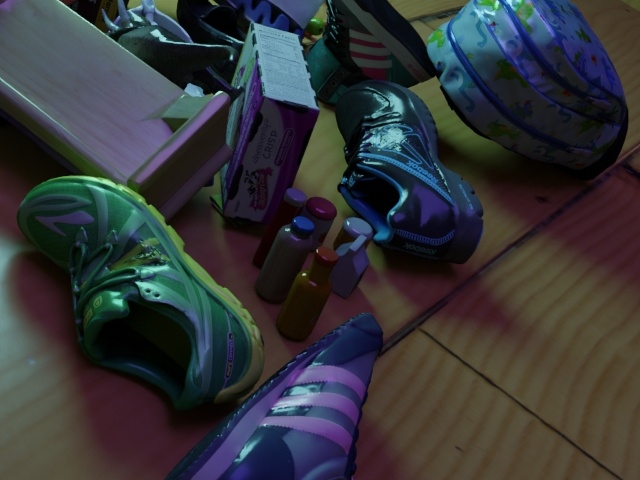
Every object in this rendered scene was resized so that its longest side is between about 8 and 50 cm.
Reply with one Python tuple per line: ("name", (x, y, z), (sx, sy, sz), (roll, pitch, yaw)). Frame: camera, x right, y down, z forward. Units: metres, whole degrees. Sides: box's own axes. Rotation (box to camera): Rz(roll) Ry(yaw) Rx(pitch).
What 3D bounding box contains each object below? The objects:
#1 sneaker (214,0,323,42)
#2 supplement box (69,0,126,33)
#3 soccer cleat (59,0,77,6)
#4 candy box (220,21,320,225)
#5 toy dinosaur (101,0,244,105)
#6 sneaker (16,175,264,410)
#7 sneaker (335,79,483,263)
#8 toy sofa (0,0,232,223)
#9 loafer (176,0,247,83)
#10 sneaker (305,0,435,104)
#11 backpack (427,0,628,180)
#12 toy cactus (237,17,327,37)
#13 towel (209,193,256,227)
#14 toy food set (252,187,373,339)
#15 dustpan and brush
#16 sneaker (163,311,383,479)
("sneaker", (-0.107, -0.441, 1.525), (0.315, 0.182, 0.127), (40, -4, -20))
("supplement box", (-0.361, -0.387, 1.399), (0.194, 0.129, 0.191), (19, 32, -11))
("soccer cleat", (-0.420, -0.317, 1.204), (0.318, 0.108, 0.116), (-9, 10, -22))
("candy box", (-0.069, -0.145, 1.208), (0.071, 0.159, 0.233), (14, 28, -15))
("toy dinosaur", (-0.189, -0.201, 1.189), (0.160, 0.121, 0.313), (32, 1, -24))
("sneaker", (-0.180, 0.041, 0.918), (0.295, 0.109, 0.123), (38, 30, 19))
("sneaker", (0.085, -0.108, 1.312), (0.140, 0.125, 0.341), (3, 37, -30))
("toy sofa", (-0.281, -0.160, 1.105), (0.362, 0.177, 0.150), (37, 62, 9))
("loafer", (-0.153, -0.318, 1.494), (0.076, 0.078, 0.223), (2, 39, -34))
("sneaker", (0.026, -0.302, 1.491), (0.295, 0.178, 0.123), (40, 32, -43))
("backpack", (0.321, -0.260, 1.550), (0.356, 0.273, 0.290), (0, 61, -35))
("toy cactus", (-0.090, -0.396, 1.650), (0.219, 0.112, 0.180), (45, 45, 14))
("towel", (-0.087, -0.041, 1.200), (0.083, 0.009, 0.060), (-15, 51, -47))
("toy food set", (0.000, 0.000, 1.110), (0.111, 0.104, 0.232), (31, 32, 9))
("dustpan and brush", (-0.233, -0.285, 1.358), (0.147, 0.060, 0.211), (4, 52, -32))
("sneaker", (-0.009, 0.175, 0.871), (0.131, 0.112, 0.319), (48, 37, 3))
